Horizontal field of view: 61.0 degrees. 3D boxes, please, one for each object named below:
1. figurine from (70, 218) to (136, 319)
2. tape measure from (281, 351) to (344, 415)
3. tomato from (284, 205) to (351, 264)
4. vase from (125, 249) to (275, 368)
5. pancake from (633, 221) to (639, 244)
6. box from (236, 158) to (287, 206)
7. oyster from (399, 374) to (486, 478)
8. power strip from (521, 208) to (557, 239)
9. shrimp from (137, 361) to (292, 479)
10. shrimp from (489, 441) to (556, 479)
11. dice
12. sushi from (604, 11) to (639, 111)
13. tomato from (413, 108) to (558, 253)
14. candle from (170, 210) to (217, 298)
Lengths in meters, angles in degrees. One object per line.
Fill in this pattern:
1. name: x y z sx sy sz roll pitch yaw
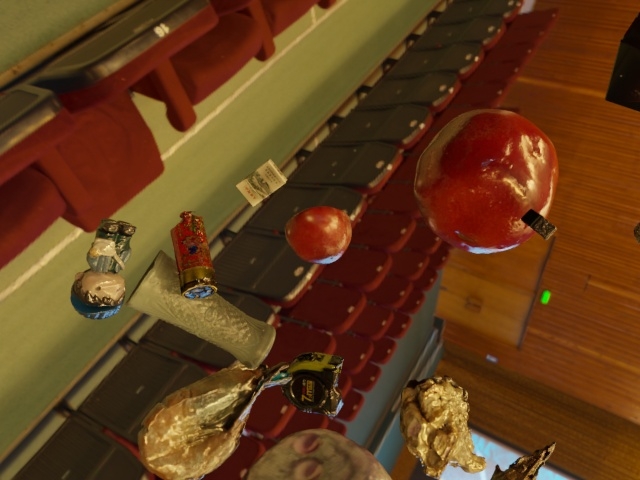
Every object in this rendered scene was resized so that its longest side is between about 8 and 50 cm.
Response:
1. figurine: -0.291 0.038 0.722 0.077 0.079 0.136 10 90 -46
2. tape measure: -0.021 0.424 1.651 0.112 0.186 0.199 -42 136 -70
3. tomato: 0.000 0.000 1.141 0.159 0.138 0.091 46 27 -58
4. vase: -0.175 0.113 0.829 0.096 0.219 0.096 -49 -163 21
5. pancake: 0.608 -0.017 0.896 0.158 0.158 0.028 -49 125 -36
6. box: -0.113 -0.110 1.040 0.054 0.083 0.024 51 19 -16
7. oyster: 0.219 0.323 0.921 0.191 0.081 0.163 36 70 -17
8. power strip: 0.373 -0.030 0.932 0.029 0.038 0.111 -50 178 15
9. shrimp: -0.252 0.444 1.404 0.445 0.110 0.221 -27 91 -32
10. shrimp: 0.372 0.492 1.108 0.262 0.066 0.117 -36 172 -23
11. dice: -0.005 0.597 1.161 0.270 0.271 0.270 -30 118 -40
12. sushi: 0.497 -0.247 0.599 0.215 0.227 0.213 -41 143 -20
13. tomato: 0.394 -0.139 1.290 0.293 0.325 0.289 -50 -168 -33
14. candle: -0.181 0.015 0.768 0.052 0.051 0.131 42 29 -62
